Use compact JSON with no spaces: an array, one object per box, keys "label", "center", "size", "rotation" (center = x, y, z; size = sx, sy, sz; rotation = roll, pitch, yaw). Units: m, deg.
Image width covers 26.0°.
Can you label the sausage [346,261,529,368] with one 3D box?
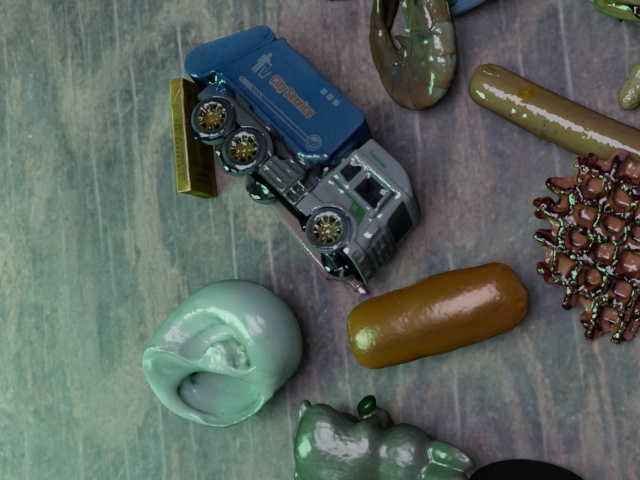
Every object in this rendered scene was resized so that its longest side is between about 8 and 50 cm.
[{"label":"sausage","center":[0.147,0.092,1.733],"size":[0.238,0.098,0.098],"rotation":[-19,78,21]}]

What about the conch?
[{"label":"conch","center":[-0.122,0.148,1.818],"size":[0.221,0.121,0.185],"rotation":[-20,76,23]}]

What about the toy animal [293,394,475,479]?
[{"label":"toy animal","center":[0.081,0.273,1.736],"size":[0.236,0.108,0.138],"rotation":[18,85,19]}]

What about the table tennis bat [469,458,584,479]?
[{"label":"table tennis bat","center":[0.270,0.303,1.626],"size":[0.220,0.130,0.019],"rotation":[14,116,46]}]

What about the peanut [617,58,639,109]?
[{"label":"peanut","center":[0.391,-0.197,1.690],"size":[0.037,0.037,0.083],"rotation":[32,99,21]}]

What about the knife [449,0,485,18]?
[{"label":"knife","center":[0.251,-0.344,1.705],"size":[0.313,0.019,0.044],"rotation":[-25,59,44]}]

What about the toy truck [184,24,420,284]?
[{"label":"toy truck","center":[-0.030,-0.115,1.779],"size":[0.175,0.146,0.367],"rotation":[-43,71,-3]}]

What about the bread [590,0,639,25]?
[{"label":"bread","center":[0.501,-0.371,1.581],"size":[0.370,0.191,0.314],"rotation":[25,96,24]}]

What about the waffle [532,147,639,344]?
[{"label":"waffle","center":[0.363,0.002,1.648],"size":[0.221,0.055,0.234],"rotation":[-28,92,27]}]

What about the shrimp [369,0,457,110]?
[{"label":"shrimp","center":[0.114,-0.293,1.792],"size":[0.145,0.059,0.254],"rotation":[-18,82,50]}]

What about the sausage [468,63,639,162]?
[{"label":"sausage","center":[0.316,-0.138,1.698],"size":[0.301,0.066,0.066],"rotation":[28,96,22]}]

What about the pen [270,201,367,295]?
[{"label":"pen","center":[0.000,0.000,1.832],"size":[0.053,0.032,0.197],"rotation":[-43,69,11]}]

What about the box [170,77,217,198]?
[{"label":"box","center":[-0.173,-0.138,1.884],"size":[0.022,0.089,0.156],"rotation":[-8,84,18]}]
